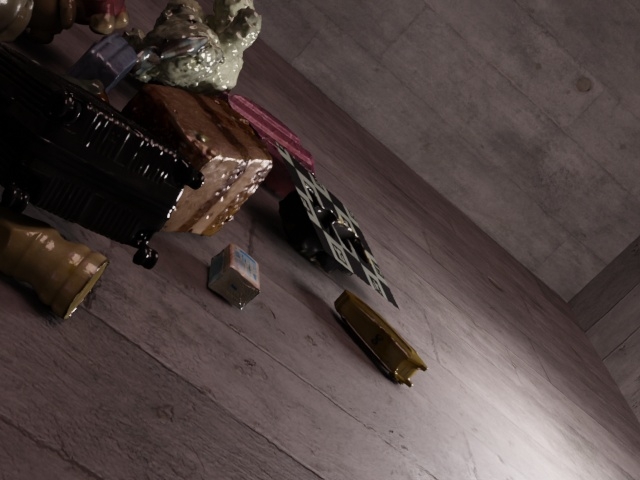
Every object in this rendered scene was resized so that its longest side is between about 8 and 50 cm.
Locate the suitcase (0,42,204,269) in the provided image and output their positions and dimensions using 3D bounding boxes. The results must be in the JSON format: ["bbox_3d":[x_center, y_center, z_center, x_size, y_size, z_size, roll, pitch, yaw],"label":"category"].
[{"bbox_3d":[-0.340,-0.124,1.247,0.230,0.152,0.335,30,3,-43],"label":"suitcase"}]

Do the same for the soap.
[{"bbox_3d":[-0.148,-0.228,2.170,0.289,0.112,0.182,37,17,-23],"label":"soap"}]

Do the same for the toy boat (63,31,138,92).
[{"bbox_3d":[-0.403,-0.321,1.759,0.078,0.127,0.283,41,14,-12],"label":"toy boat"}]

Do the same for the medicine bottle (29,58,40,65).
[{"bbox_3d":[-0.486,-0.258,1.523,0.074,0.055,0.118,48,15,14],"label":"medicine bottle"}]

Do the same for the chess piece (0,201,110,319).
[{"bbox_3d":[-0.360,0.003,1.136,0.200,0.090,0.090,35,16,-3],"label":"chess piece"}]

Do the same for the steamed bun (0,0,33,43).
[{"bbox_3d":[-0.525,-0.384,1.507,0.144,0.218,0.211,33,45,-36],"label":"steamed bun"}]

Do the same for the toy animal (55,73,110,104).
[{"bbox_3d":[-0.397,-0.219,1.551,0.138,0.108,0.236,12,13,0],"label":"toy animal"}]

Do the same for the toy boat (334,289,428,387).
[{"bbox_3d":[0.112,0.186,1.832,0.226,0.068,0.088,45,11,18],"label":"toy boat"}]

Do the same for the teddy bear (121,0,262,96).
[{"bbox_3d":[-0.298,-0.475,2.099,0.362,0.327,0.375,53,34,-66],"label":"teddy bear"}]

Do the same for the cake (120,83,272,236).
[{"bbox_3d":[-0.245,-0.139,1.562,0.196,0.199,0.293,52,19,20],"label":"cake"}]

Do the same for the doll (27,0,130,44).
[{"bbox_3d":[-0.487,-0.439,1.743,0.256,0.152,0.196,4,-14,-2],"label":"doll"}]

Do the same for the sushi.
[{"bbox_3d":[0.000,0.000,2.009,0.373,0.100,0.296,39,22,-55],"label":"sushi"}]

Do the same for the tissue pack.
[{"bbox_3d":[-0.139,0.056,1.552,0.074,0.059,0.094,40,16,-20],"label":"tissue pack"}]
